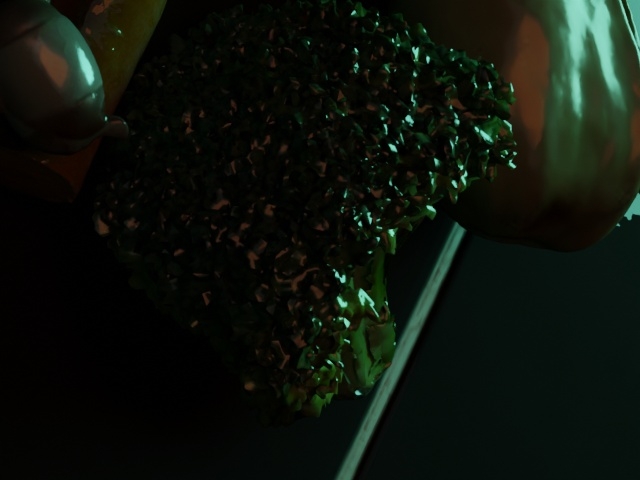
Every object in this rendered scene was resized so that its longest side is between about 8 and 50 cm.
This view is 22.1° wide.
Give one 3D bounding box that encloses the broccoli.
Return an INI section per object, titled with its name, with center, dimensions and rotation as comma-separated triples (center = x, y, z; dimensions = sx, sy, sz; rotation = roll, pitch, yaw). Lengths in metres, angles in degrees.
[broccoli]
center = 0.000, 0.000, 0.751
dimensions = 0.194, 0.194, 0.220
rotation = 44, 37, -27

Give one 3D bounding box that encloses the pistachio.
[pistachio]
center = 0.101, -0.095, 0.849
dimensions = 0.129, 0.131, 0.206
rotation = 12, 72, -81

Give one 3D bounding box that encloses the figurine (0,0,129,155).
[figurine]
center = -0.164, -0.079, 0.611
dimensions = 0.205, 0.103, 0.260
rotation = 14, 88, -14

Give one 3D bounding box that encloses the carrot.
[carrot]
center = -0.094, -0.126, 0.735
dimensions = 0.067, 0.067, 0.225
rotation = 34, 67, -31
